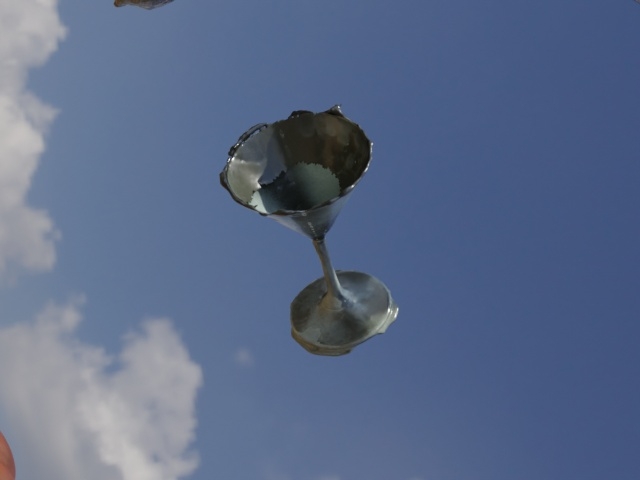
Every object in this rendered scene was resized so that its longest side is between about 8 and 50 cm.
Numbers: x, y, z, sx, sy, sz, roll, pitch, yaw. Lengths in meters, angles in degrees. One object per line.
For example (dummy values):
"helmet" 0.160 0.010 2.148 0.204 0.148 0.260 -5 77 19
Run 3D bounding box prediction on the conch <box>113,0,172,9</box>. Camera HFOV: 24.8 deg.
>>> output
"conch" -0.127 -0.320 1.460 0.178 0.245 0.163 158 -74 -69

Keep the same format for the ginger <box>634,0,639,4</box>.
"ginger" 0.404 -0.396 1.802 0.321 0.165 0.172 52 7 -3

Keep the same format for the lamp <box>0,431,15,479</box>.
"lamp" -0.276 0.160 0.900 0.164 0.187 0.188 -52 -135 24

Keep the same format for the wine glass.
"wine glass" 0.000 0.000 1.475 0.156 0.156 0.232 56 -12 45
